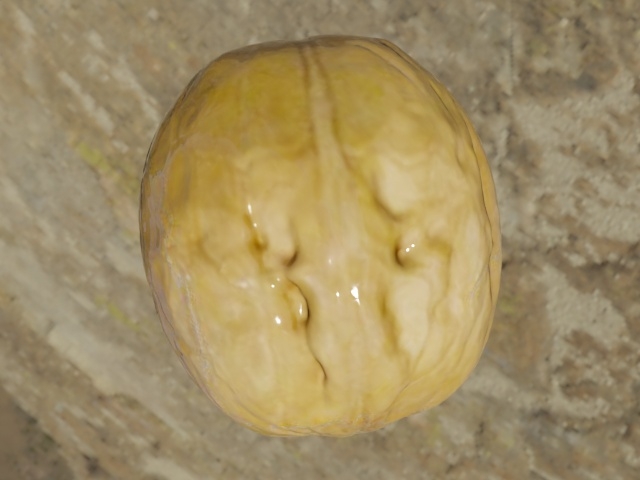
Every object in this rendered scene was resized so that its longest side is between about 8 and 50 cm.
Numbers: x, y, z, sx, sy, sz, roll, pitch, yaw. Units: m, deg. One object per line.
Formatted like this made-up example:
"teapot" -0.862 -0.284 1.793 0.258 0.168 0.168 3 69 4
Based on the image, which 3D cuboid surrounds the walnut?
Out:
"walnut" 0.000 0.000 0.666 0.195 0.195 0.222 -4 99 53
